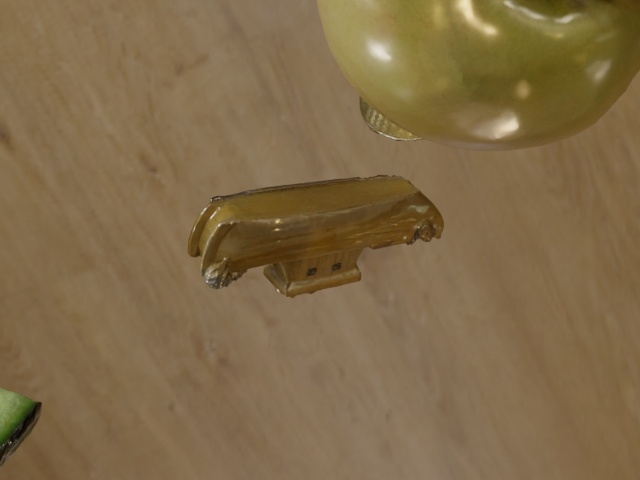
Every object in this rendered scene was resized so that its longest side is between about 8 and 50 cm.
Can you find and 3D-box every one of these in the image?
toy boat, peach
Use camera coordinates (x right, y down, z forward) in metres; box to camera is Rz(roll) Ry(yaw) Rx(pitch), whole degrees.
[{"bbox_3d":[0.000,0.000,1.724,0.321,0.089,0.121,-9,118,-25],"label":"toy boat"},{"bbox_3d":[0.115,-0.207,0.965,0.247,0.292,0.292,-7,130,-15],"label":"peach"}]

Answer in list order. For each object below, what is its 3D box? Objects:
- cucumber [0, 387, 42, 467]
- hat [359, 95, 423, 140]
[{"bbox_3d":[-0.232,0.117,0.799,0.116,0.115,0.062,23,126,8],"label":"cucumber"},{"bbox_3d":[0.101,-0.188,1.624,0.146,0.146,0.067,-16,144,14],"label":"hat"}]
